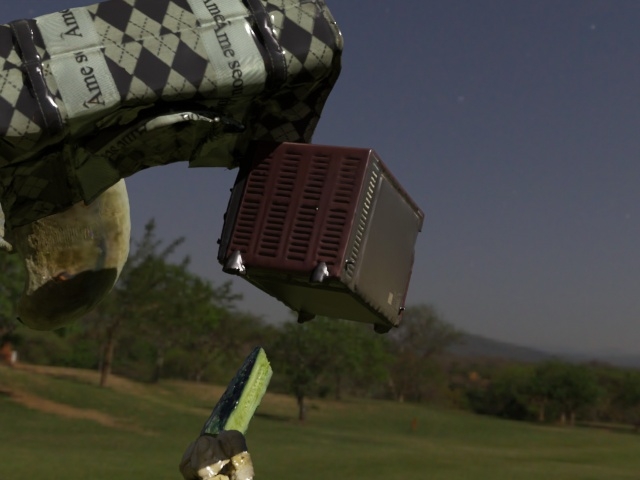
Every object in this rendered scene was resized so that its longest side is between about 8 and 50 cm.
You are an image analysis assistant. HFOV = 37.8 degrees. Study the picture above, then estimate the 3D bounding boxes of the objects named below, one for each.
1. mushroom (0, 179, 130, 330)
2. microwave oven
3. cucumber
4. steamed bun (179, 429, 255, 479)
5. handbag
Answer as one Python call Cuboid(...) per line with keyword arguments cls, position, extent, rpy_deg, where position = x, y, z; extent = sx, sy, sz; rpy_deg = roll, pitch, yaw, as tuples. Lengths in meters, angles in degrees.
Cuboid(cls="mushroom", position=(-0.393, -0.026, 1.406), extent=(0.130, 0.344, 0.248), rpy_deg=(7, 10, 39))
Cuboid(cls="microwave oven", position=(0.002, -0.002, 1.186), extent=(0.188, 0.178, 0.247), rpy_deg=(5, -17, 23))
Cuboid(cls="cucumber", position=(-0.155, 0.294, 1.721), extent=(0.062, 0.211, 0.078), rpy_deg=(-3, -49, 26))
Cuboid(cls="steamed bun", position=(-0.140, 0.371, 1.300), extent=(0.106, 0.192, 0.177), rpy_deg=(-11, 24, -10))
Cuboid(cls="handbag", position=(-0.209, -0.151, 1.114), extent=(0.416, 0.180, 0.316), rpy_deg=(-17, -20, -20))
